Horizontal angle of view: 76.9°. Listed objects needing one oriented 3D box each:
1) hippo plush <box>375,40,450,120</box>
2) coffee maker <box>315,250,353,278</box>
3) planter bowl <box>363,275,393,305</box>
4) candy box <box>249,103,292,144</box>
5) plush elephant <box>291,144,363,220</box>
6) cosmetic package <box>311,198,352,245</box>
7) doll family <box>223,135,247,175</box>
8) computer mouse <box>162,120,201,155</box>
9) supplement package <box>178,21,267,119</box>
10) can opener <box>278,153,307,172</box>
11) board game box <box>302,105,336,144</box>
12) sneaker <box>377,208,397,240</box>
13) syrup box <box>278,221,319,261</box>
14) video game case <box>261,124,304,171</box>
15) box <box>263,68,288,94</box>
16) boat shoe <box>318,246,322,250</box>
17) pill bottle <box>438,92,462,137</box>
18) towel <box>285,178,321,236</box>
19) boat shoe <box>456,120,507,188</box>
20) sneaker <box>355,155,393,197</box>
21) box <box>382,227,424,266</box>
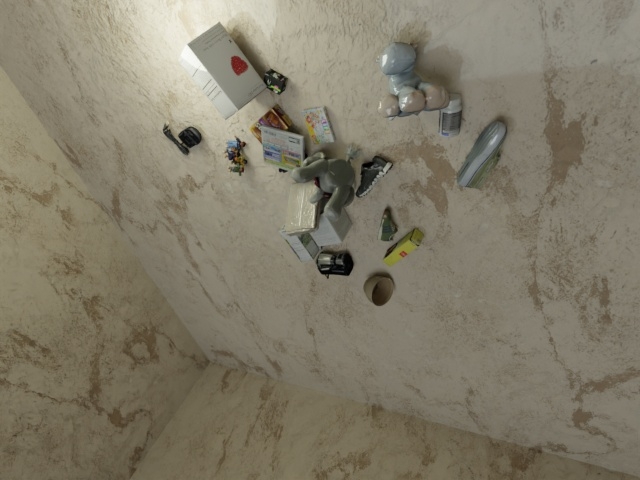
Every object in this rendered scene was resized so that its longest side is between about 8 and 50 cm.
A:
[{"bbox_3d":[0.308,-0.550,1.364,0.234,0.294,0.237,-5,102,20],"label":"hippo plush"},{"bbox_3d":[0.088,0.137,2.222,0.178,0.120,0.171,2,154,31],"label":"coffee maker"},{"bbox_3d":[0.300,0.261,2.182,0.109,0.162,0.162,22,145,51],"label":"planter bowl"},{"bbox_3d":[-0.226,-0.514,1.814,0.186,0.053,0.109,-23,116,44],"label":"candy box"},{"bbox_3d":[0.034,-0.256,1.772,0.272,0.330,0.255,42,161,-3],"label":"plush elephant"},{"bbox_3d":[0.034,-0.093,1.987,0.151,0.151,0.184,-10,123,38],"label":"cosmetic package"},{"bbox_3d":[-0.414,-0.420,2.003,0.111,0.076,0.193,10,131,30],"label":"doll family"},{"bbox_3d":[-0.701,-0.553,2.061,0.184,0.060,0.262,45,149,-21],"label":"computer mouse"},{"bbox_3d":[-0.394,-0.675,1.630,0.293,0.177,0.175,51,158,-21],"label":"supplement package"},{"bbox_3d":[-0.129,-0.367,1.902,0.059,0.073,0.186,6,154,-39],"label":"can opener"},{"bbox_3d":[-0.005,-0.490,1.722,0.103,0.026,0.154,0,129,31],"label":"board game box"},{"bbox_3d":[0.326,-0.067,1.909,0.086,0.064,0.192,14,137,8],"label":"sneaker"},{"bbox_3d":[-0.114,-0.001,2.208,0.096,0.093,0.237,-14,122,40],"label":"syrup box"},{"bbox_3d":[-0.168,-0.407,1.817,0.212,0.023,0.194,20,137,17],"label":"video game case"},{"bbox_3d":[-0.186,-0.651,1.657,0.083,0.052,0.062,31,139,3],"label":"box"},{"bbox_3d":[0.000,0.000,2.179,0.040,0.049,0.142,-16,136,-6],"label":"boat shoe"},{"bbox_3d":[0.464,-0.447,1.442,0.078,0.078,0.137,11,135,22],"label":"pill bottle"},{"bbox_3d":[-0.076,-0.160,1.919,0.187,0.283,0.049,-8,156,35],"label":"towel"},{"bbox_3d":[0.609,-0.308,1.488,0.094,0.109,0.302,14,147,-3],"label":"boat shoe"},{"bbox_3d":[0.209,-0.284,1.759,0.106,0.078,0.234,39,134,-4],"label":"sneaker"},{"bbox_3d":[0.395,0.037,1.945,0.058,0.087,0.232,38,137,-7],"label":"box"}]
